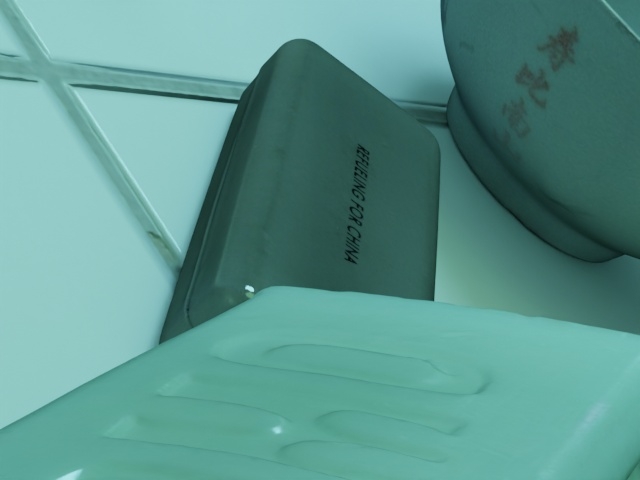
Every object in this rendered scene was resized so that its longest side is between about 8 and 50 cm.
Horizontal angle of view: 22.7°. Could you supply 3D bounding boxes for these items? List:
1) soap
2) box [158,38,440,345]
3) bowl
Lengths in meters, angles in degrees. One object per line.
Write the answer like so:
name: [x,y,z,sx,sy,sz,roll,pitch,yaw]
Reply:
soap: [-0.009,0.089,0.420,0.159,0.088,0.265,8,15,23]
box: [0.000,0.000,0.686,0.103,0.055,0.244,37,27,-14]
bowl: [0.178,-0.088,0.955,0.345,0.157,0.345,34,27,-20]
